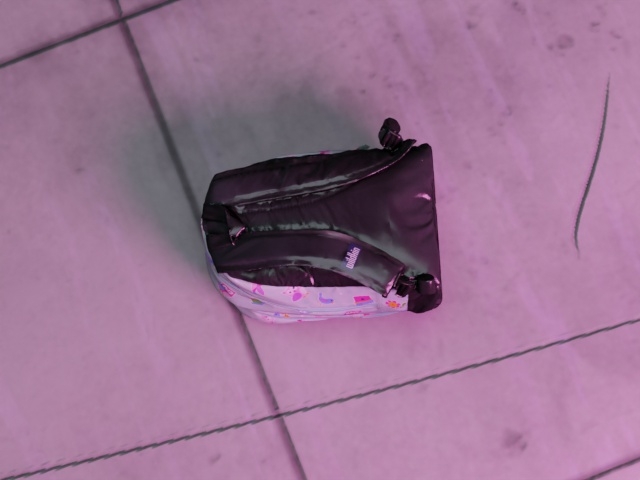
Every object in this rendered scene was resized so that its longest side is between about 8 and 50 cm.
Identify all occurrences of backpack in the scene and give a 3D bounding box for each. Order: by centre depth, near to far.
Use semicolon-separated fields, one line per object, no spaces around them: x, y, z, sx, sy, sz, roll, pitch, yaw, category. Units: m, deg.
0.000;0.000;1.519;0.182;0.115;0.152;-5;60;3;backpack
